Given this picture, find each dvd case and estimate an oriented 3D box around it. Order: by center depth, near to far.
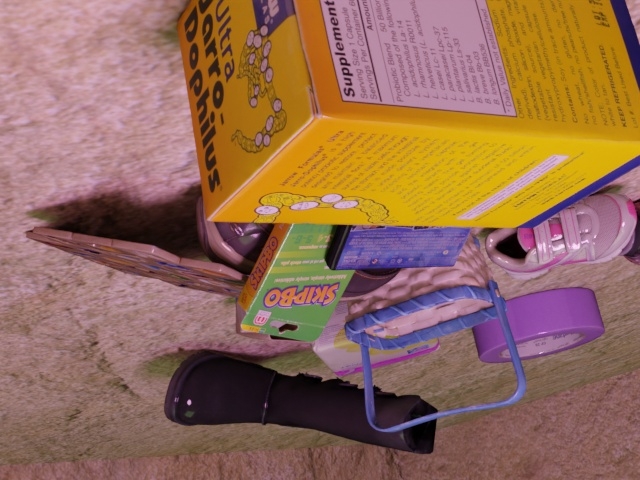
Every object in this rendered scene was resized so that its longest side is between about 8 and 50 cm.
[{"bbox_3d":[0.121,-0.069,1.151,0.181,0.022,0.253,-1,129,-28],"label":"dvd case"}]

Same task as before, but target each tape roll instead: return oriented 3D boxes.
[{"bbox_3d":[0.470,0.188,2.179,0.275,0.090,0.275,-11,162,-4],"label":"tape roll"}]

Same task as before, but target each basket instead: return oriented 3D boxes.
[{"bbox_3d":[0.167,0.126,1.510,0.255,0.288,0.201,-18,155,28],"label":"basket"}]

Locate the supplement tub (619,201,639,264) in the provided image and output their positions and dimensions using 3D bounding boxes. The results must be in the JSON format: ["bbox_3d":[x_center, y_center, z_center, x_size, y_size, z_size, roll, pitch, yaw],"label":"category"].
[{"bbox_3d":[0.554,-0.012,1.620,0.198,0.106,0.106,0,158,-28],"label":"supplement tub"}]

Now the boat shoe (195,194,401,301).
[{"bbox_3d":[0.006,-0.005,1.290,0.130,0.132,0.355,-28,156,36],"label":"boat shoe"}]

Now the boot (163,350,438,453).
[{"bbox_3d":[-0.028,0.334,1.963,0.445,0.146,0.367,12,-176,26],"label":"boot"}]

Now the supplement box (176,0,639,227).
[{"bbox_3d":[0.085,-0.134,0.861,0.357,0.194,0.195,1,158,-31],"label":"supplement box"}]

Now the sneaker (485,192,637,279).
[{"bbox_3d":[0.360,-0.003,1.538,0.252,0.102,0.111,-27,157,37],"label":"sneaker"}]

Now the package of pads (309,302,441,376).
[{"bbox_3d":[0.100,0.168,1.892,0.229,0.101,0.296,-14,161,5],"label":"package of pads"}]

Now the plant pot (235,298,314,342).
[{"bbox_3d":[-0.081,0.115,1.644,0.096,0.109,0.109,-9,167,41],"label":"plant pot"}]

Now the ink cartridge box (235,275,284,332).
[{"bbox_3d":[-0.060,0.060,1.483,0.060,0.104,0.180,3,156,-33],"label":"ink cartridge box"}]

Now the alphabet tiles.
[{"bbox_3d":[-0.198,0.037,1.301,0.285,0.011,0.342,9,170,25],"label":"alphabet tiles"}]

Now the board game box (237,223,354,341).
[{"bbox_3d":[0.000,0.000,1.189,0.124,0.039,0.259,15,106,-39],"label":"board game box"}]
